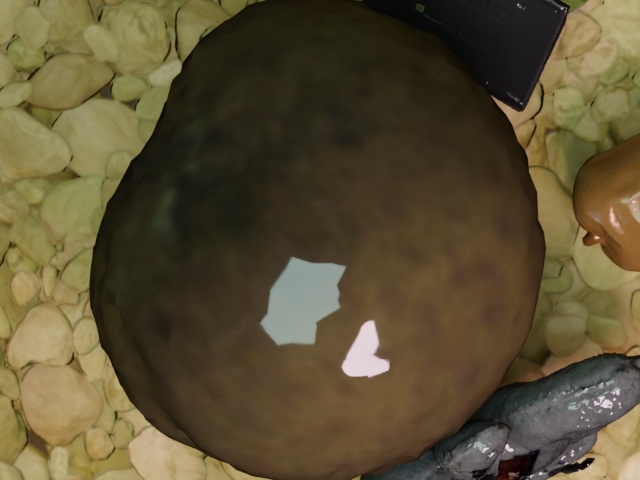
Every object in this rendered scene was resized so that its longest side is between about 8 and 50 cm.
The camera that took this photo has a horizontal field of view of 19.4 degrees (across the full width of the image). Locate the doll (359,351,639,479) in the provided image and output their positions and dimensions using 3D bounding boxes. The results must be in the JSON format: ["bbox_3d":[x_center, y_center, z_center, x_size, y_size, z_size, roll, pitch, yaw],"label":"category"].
[{"bbox_3d":[0.182,0.221,1.785,0.340,0.246,0.158,-25,78,20],"label":"doll"}]

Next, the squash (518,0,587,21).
[{"bbox_3d":[0.162,-0.313,1.784,0.083,0.083,0.250,-30,94,15],"label":"squash"}]

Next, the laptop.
[{"bbox_3d":[0.133,-0.218,1.799,0.197,0.016,0.135,32,131,13],"label":"laptop"}]

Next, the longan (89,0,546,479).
[{"bbox_3d":[0.006,0.008,1.716,0.404,0.404,0.436,25,79,7],"label":"longan"}]

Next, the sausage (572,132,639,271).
[{"bbox_3d":[0.354,-0.057,1.764,0.241,0.120,0.136,-22,82,15],"label":"sausage"}]
